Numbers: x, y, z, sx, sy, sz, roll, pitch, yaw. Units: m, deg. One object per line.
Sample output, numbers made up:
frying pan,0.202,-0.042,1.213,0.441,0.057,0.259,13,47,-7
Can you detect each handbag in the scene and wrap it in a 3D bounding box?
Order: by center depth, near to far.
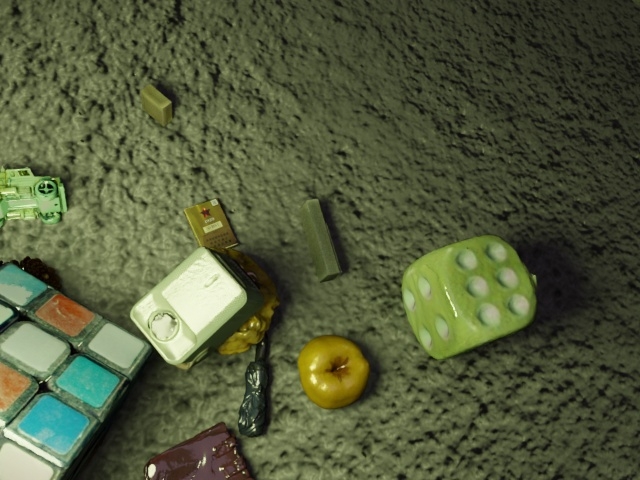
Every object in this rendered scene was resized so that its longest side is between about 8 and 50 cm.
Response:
handbag,-0.253,0.527,1.429,0.216,0.074,0.203,-24,79,-25

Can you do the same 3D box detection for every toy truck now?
toy truck,-0.715,-0.112,1.500,0.260,0.128,0.135,-3,58,-17

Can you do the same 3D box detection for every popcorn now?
popcorn,-0.210,0.140,1.521,0.250,0.190,0.250,5,73,-18

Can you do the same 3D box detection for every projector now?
projector,-0.251,0.141,1.345,0.242,0.177,0.163,-42,79,2

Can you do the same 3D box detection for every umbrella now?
umbrella,-0.143,0.328,1.538,0.071,0.071,0.248,14,66,-11

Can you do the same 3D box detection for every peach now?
peach,0.032,0.309,1.577,0.179,0.103,0.179,4,72,-13

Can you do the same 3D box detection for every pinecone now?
pinecone,-0.638,0.105,1.442,0.121,0.140,0.140,-44,87,8

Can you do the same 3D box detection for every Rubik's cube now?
Rubik's cube,-0.568,0.307,1.196,0.359,0.362,0.363,33,22,-7

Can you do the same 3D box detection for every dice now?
dice,0.366,0.141,1.656,0.254,0.250,0.252,-16,76,-22

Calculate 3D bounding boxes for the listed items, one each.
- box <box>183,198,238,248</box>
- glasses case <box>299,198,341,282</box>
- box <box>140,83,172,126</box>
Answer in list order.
box,-0.273,-0.031,1.654,0.090,0.023,0.133,-22,78,-24
glasses case,0.000,0.000,1.698,0.047,0.071,0.205,-9,73,-23
box,-0.417,-0.343,1.691,0.079,0.083,0.035,40,64,8
